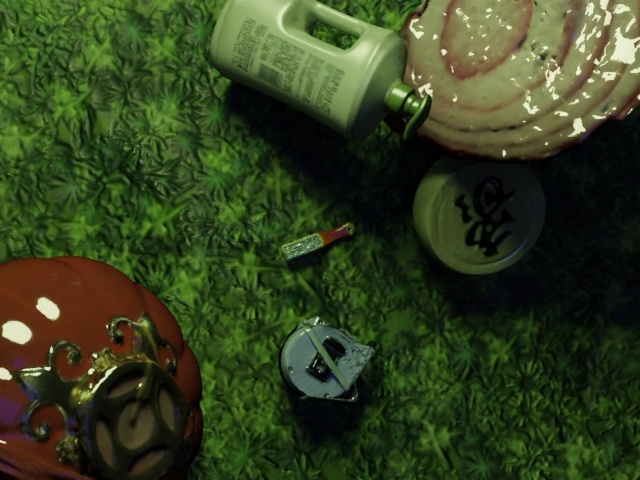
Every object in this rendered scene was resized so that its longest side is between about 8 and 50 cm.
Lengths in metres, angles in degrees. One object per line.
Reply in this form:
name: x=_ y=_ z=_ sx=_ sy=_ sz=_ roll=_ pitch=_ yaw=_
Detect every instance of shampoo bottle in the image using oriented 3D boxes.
shampoo bottle: x=0.009 y=-0.176 z=1.167 sx=0.234 sy=0.087 sz=0.118 roll=29 pitch=95 yaw=22

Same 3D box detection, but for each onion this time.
onion: x=0.226 y=-0.199 z=1.182 sx=0.280 sy=0.146 sz=0.314 roll=39 pitch=99 yaw=28

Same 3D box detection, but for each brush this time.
brush: x=0.000 y=0.000 z=1.252 sx=0.083 sy=0.021 sz=0.019 roll=-20 pitch=91 yaw=-9

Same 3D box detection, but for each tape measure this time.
tape measure: x=0.003 y=0.131 z=1.237 sx=0.094 sy=0.054 sz=0.091 roll=21 pitch=81 yaw=-11

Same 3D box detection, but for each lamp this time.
lamp: x=-0.250 y=0.164 z=1.091 sx=0.303 sy=0.257 sz=0.303 roll=1 pitch=88 yaw=-48

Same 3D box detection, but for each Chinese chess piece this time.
Chinese chess piece: x=0.169 y=-0.032 z=1.237 sx=0.144 sy=0.058 sz=0.144 roll=-5 pitch=113 yaw=-12
